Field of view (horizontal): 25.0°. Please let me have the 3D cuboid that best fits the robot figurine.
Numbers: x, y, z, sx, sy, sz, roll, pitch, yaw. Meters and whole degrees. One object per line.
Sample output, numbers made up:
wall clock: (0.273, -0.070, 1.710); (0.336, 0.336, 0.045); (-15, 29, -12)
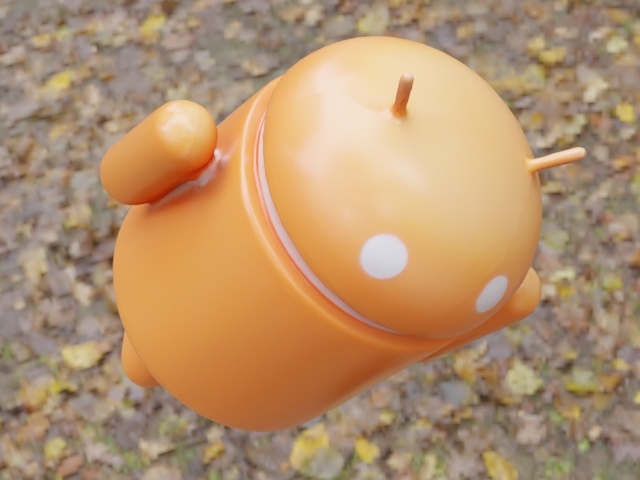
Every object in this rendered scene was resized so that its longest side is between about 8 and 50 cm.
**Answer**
robot figurine: (-0.002, 0.000, 0.587); (0.158, 0.219, 0.128); (54, 44, -2)
